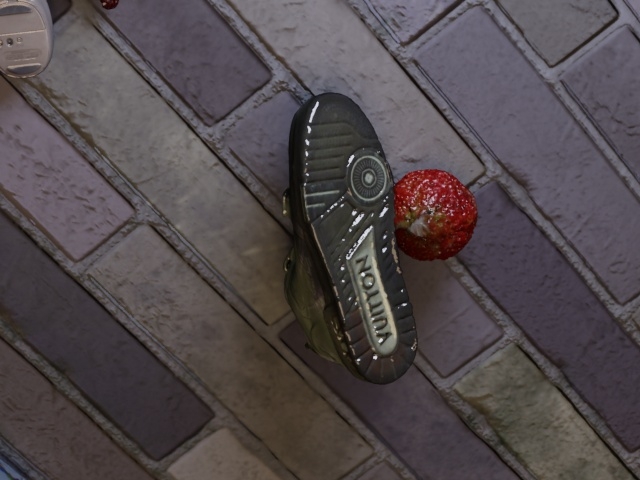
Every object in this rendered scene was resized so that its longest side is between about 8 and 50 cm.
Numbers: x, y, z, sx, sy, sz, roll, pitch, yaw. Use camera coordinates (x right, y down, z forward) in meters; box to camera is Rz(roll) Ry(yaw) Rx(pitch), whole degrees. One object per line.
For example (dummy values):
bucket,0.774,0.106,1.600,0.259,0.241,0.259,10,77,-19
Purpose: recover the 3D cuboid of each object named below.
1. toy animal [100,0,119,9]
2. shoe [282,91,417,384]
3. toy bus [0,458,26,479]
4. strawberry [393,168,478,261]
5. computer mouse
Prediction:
toy animal,-0.239,-0.296,1.557,0.105,0.070,0.202,-24,123,17
shoe,0.002,-0.001,1.697,0.109,0.149,0.293,-19,101,-31
toy bus,-0.454,0.224,1.758,0.136,0.109,0.329,-45,114,4
strawberry,0.111,-0.023,1.718,0.106,0.106,0.106,-3,117,-7
computer mouse,-0.285,-0.202,1.601,0.066,0.039,0.096,-6,125,-4
